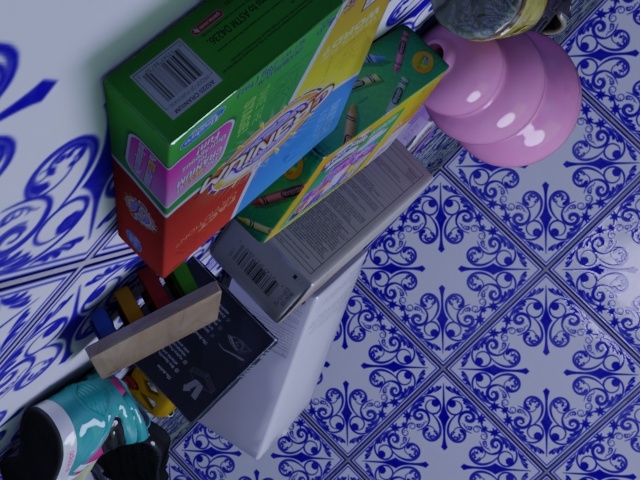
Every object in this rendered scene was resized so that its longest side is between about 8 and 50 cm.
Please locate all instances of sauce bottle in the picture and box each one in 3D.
[{"bbox_3d":[0.229,-0.307,1.191,0.111,0.111,0.344,-48,172,25],"label":"sauce bottle"}]

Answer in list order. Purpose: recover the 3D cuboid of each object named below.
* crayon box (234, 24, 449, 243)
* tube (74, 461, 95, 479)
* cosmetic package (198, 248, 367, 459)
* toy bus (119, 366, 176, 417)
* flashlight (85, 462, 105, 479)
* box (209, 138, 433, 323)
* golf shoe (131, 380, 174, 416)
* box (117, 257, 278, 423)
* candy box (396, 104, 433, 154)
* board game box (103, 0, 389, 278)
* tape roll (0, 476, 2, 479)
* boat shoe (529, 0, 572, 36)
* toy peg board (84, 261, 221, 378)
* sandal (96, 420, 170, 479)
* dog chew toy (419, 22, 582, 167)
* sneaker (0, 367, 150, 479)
[{"bbox_3d":[0.018,-0.128,1.120,0.278,0.081,0.165,-39,171,-43],"label":"crayon box"},{"bbox_3d":[-0.384,0.332,1.525,0.240,0.062,0.070,-54,-152,29],"label":"tube"},{"bbox_3d":[-0.072,0.162,1.622,0.197,0.155,0.366,-39,155,-55],"label":"cosmetic package"},{"bbox_3d":[-0.237,0.210,1.553,0.191,0.104,0.202,-46,174,10],"label":"toy bus"},{"bbox_3d":[-0.528,0.541,1.837,0.304,0.103,0.103,-49,176,20],"label":"flashlight"},{"bbox_3d":[0.008,-0.039,1.361,0.311,0.148,0.121,-38,172,-40],"label":"box"},{"bbox_3d":[-0.311,0.303,1.774,0.069,0.086,0.176,-44,176,-26],"label":"golf shoe"},{"bbox_3d":[-0.166,0.134,1.289,0.158,0.156,0.093,-44,175,-5],"label":"box"},{"bbox_3d":[0.123,-0.165,1.589,0.165,0.070,0.196,-48,175,-9],"label":"candy box"},{"bbox_3d":[-0.061,-0.109,0.793,0.242,0.064,0.316,-43,173,-19],"label":"board game box"},{"bbox_3d":[-0.518,0.467,1.466,0.275,0.090,0.275,-45,175,-5],"label":"tape roll"},{"bbox_3d":[0.414,-0.419,1.775,0.285,0.092,0.103,-41,173,-31],"label":"boat shoe"},{"bbox_3d":[-0.207,0.081,1.130,0.160,0.079,0.161,-27,169,-15],"label":"toy peg board"},{"bbox_3d":[-0.346,0.388,1.829,0.107,0.167,0.446,-66,-175,-30],"label":"sandal"},{"bbox_3d":[0.239,-0.221,1.374,0.206,0.207,0.332,-47,150,22],"label":"dog chew toy"},{"bbox_3d":[-0.328,0.270,1.317,0.178,0.124,0.295,-27,162,-40],"label":"sneaker"}]
